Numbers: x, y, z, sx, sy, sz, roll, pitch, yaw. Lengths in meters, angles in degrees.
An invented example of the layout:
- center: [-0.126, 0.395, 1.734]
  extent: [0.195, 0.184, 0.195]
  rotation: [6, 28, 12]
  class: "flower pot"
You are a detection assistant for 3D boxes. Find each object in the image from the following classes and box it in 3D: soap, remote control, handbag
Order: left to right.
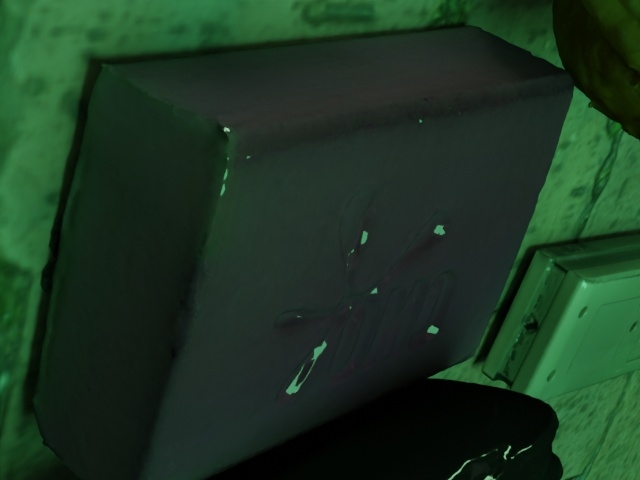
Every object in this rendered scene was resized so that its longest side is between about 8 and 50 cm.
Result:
- center: [-0.042, 0.156, 0.591]
  extent: [0.332, 0.192, 0.075]
  rotation: [-30, 110, -37]
  class: "handbag"
- center: [0.001, 0.001, 0.593]
  extent: [0.259, 0.081, 0.181]
  rotation: [-14, 130, -48]
  class: "soap"
- center: [0.227, 0.049, 0.975]
  extent: [0.277, 0.055, 0.103]
  rotation: [-6, 124, -50]
  class: "remote control"

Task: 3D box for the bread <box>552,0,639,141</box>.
- center: [0.222, -0.115, 0.649]
  extent: [0.198, 0.236, 0.120]
  rotation: [-54, -179, -42]
  class: "bread"
